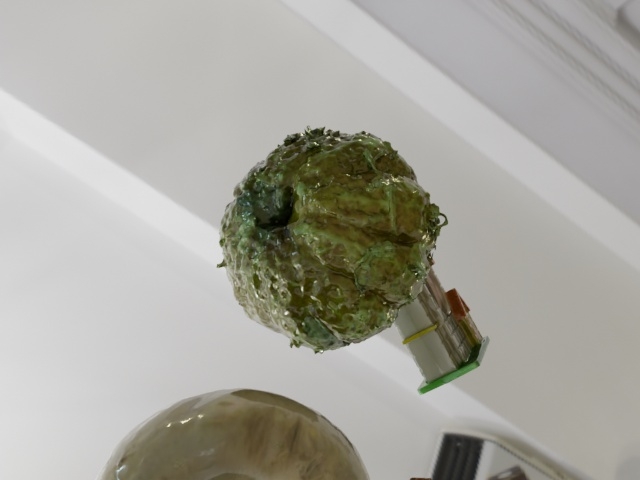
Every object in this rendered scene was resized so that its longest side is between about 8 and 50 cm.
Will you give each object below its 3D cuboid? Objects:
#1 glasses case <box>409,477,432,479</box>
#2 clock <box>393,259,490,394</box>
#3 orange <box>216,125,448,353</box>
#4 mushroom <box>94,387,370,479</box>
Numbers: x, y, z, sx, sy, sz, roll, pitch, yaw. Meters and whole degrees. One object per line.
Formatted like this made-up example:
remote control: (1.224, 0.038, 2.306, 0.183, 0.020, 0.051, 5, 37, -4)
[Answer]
glasses case: (0.152, 0.499, 1.368, 0.049, 0.218, 0.075, 3, -146, -3)
clock: (0.165, 0.098, 1.346, 0.255, 0.106, 0.220, 62, -165, 4)
orange: (0.000, 0.000, 1.054, 0.223, 0.300, 0.301, 33, -155, -50)
mushroom: (-0.107, 0.294, 0.836, 0.356, 0.315, 0.315, 47, -141, -52)
